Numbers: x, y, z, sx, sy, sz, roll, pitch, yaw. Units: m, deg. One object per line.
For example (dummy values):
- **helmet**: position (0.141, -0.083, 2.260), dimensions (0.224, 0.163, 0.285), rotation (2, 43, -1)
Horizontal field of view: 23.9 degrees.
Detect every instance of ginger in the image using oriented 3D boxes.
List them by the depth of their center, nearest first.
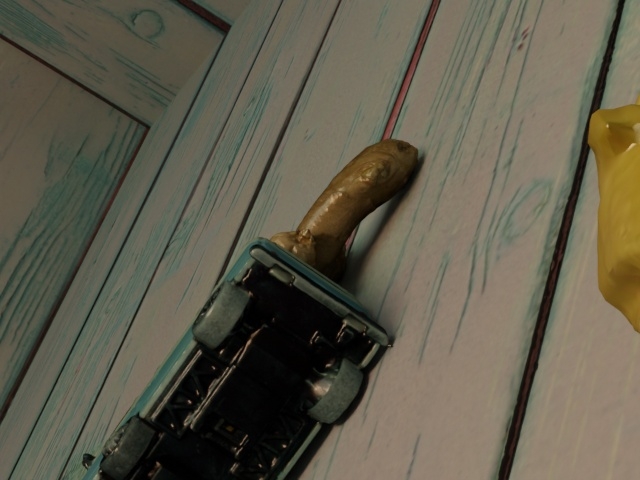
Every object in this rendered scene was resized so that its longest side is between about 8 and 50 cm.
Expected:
- **ginger**: position (0.005, -0.002, 1.319), dimensions (0.214, 0.059, 0.133), rotation (-48, -17, -14)

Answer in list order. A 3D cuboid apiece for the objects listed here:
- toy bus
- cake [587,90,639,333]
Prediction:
- **toy bus**: position (-0.078, 0.134, 1.189), dimensions (0.271, 0.133, 0.165), rotation (-54, 9, 7)
- **cake**: position (0.217, -0.038, 0.299), dimensions (0.286, 0.227, 0.222), rotation (-43, 21, 48)
